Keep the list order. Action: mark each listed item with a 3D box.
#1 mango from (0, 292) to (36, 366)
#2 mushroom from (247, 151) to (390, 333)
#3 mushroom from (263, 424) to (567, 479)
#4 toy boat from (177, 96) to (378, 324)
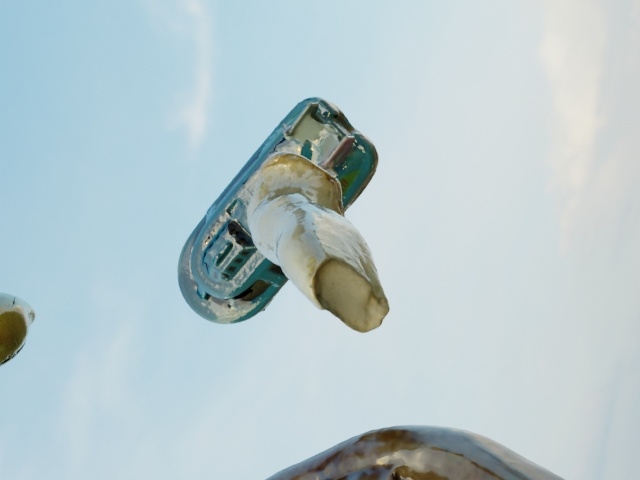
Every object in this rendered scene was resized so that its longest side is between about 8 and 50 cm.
[{"bbox_3d":[-0.542,0.148,1.794,0.111,0.125,0.233,-70,-12,19],"label":"mango"},{"bbox_3d":[-0.003,-0.001,0.533,0.054,0.059,0.202,-61,12,8],"label":"mushroom"},{"bbox_3d":[0.009,0.176,0.377,0.253,0.253,0.153,-49,-59,-53],"label":"mushroom"},{"bbox_3d":[-0.071,-0.026,1.224,0.299,0.134,0.092,-50,-16,19],"label":"toy boat"}]
